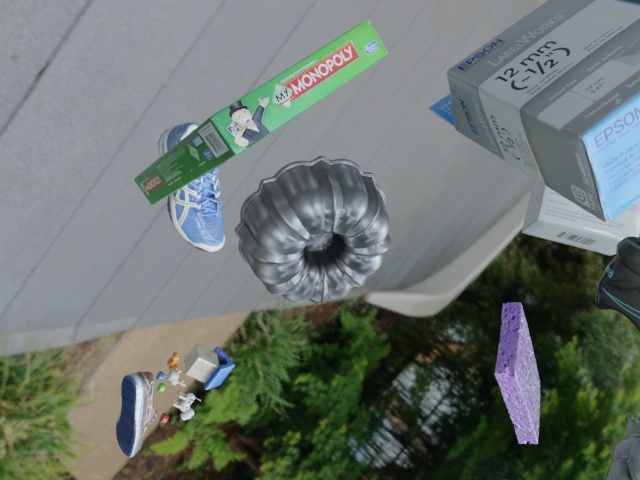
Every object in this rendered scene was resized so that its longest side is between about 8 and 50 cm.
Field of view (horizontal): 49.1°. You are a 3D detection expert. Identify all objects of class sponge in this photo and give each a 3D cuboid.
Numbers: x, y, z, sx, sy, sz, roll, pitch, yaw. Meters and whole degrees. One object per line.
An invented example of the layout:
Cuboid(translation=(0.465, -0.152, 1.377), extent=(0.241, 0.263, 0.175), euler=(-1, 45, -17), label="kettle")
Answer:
Cuboid(translation=(0.287, 0.194, 1.006), extent=(0.210, 0.031, 0.117), euler=(61, 35, -43), label="sponge")

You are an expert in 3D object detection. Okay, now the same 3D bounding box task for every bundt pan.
Cuboid(translation=(0.000, 0.000, 1.425), extent=(0.331, 0.124, 0.331), euler=(-10, 129, -13), label="bundt pan")

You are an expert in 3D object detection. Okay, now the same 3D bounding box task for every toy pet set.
Cuboid(translation=(-0.189, 0.212, 1.059), extent=(0.114, 0.065, 0.122), euler=(-52, -153, 12), label="toy pet set")

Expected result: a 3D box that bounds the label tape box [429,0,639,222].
Cuboid(translation=(0.279, -0.196, 0.751), extent=(0.249, 0.347, 0.115), euler=(-35, 126, -2), label="label tape box")

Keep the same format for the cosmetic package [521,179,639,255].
Cuboid(translation=(0.546, -0.176, 1.381), extent=(0.155, 0.197, 0.365), euler=(66, 41, -79), label="cosmetic package")

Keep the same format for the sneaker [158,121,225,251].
Cuboid(translation=(-0.196, -0.084, 1.092), extent=(0.080, 0.211, 0.081), euler=(-18, 179, -37), label="sneaker")

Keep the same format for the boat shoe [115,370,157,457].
Cuboid(translation=(-0.366, 0.352, 1.420), extent=(0.066, 0.066, 0.183), euler=(-10, 117, -51), label="boat shoe")

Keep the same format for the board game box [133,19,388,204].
Cuboid(translation=(-0.086, -0.137, 0.819), extent=(0.213, 0.046, 0.317), euler=(-40, -167, -26), label="board game box")

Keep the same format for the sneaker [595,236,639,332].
Cuboid(translation=(0.468, 0.104, 0.857), extent=(0.101, 0.267, 0.106), euler=(-10, 132, -54), label="sneaker")

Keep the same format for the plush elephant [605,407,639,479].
Cuboid(translation=(0.574, 0.369, 1.013), extent=(0.255, 0.272, 0.330), euler=(-15, -154, 35), label="plush elephant")
